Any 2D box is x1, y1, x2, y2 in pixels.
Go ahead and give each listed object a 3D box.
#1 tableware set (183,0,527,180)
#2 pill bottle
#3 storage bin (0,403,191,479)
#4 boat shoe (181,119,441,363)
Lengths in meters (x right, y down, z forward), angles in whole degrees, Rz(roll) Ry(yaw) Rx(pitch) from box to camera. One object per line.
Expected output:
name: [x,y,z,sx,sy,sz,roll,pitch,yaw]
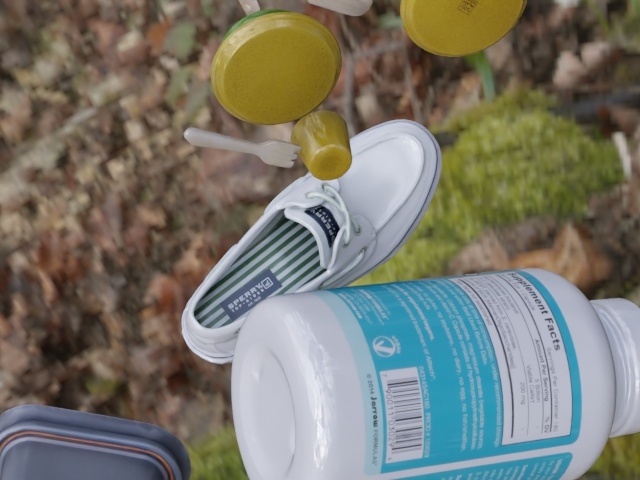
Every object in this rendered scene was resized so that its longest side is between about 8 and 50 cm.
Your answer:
tableware set: [0.021,-0.087,0.659,0.104,0.154,0.024,13,33,-25]
pill bottle: [0.086,0.095,1.181,0.264,0.146,0.146,-5,54,-24]
storage bin: [-0.097,0.150,0.729,0.098,0.135,0.091,10,25,-5]
boat shoe: [0.000,0.000,1.253,0.083,0.076,0.226,43,80,7]
